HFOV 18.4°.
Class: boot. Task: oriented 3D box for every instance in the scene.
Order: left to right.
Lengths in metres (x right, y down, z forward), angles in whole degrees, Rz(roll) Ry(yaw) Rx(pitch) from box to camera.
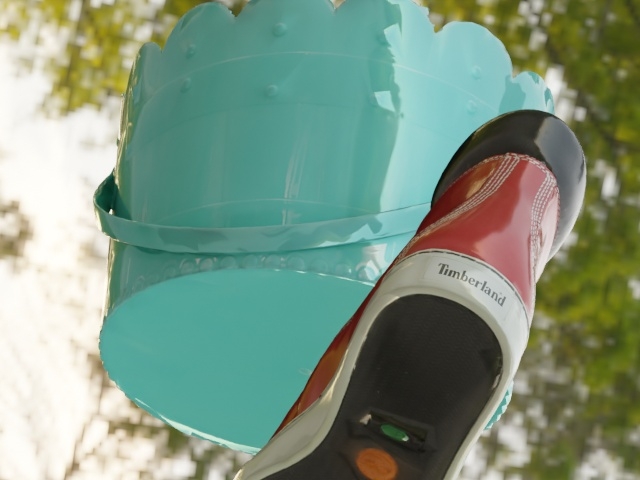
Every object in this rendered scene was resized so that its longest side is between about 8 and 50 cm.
[{"bbox_3d":[0.041,0.058,0.893,0.244,0.088,0.176,-59,180,39],"label":"boot"}]

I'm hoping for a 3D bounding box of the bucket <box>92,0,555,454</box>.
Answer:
[{"bbox_3d":[0.000,0.000,1.169,0.281,0.281,0.183,-43,-147,51],"label":"bucket"}]
